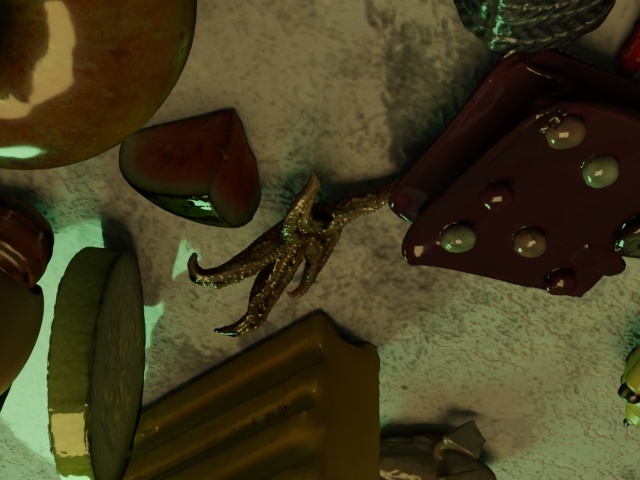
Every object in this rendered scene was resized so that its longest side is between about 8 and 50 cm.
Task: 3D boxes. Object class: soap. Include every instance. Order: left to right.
[{"bbox_3d":[-0.086,0.229,1.084,0.096,0.204,0.324,34,132,-31],"label":"soap"}]

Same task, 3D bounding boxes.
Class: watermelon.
[{"bbox_3d":[-0.087,-0.057,0.855,0.125,0.135,0.094,30,98,-19],"label":"watermelon"}]

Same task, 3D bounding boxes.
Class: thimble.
[{"bbox_3d":[0.138,-0.172,0.693,0.104,0.095,0.066,-27,151,-15],"label":"thimble"}]

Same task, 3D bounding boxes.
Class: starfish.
[{"bbox_3d":[-0.005,-0.006,0.900,0.238,0.057,0.213,-38,164,2],"label":"starfish"}]

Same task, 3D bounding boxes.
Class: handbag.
[{"bbox_3d":[0.183,-0.037,0.823,0.216,0.074,0.203,15,139,-27],"label":"handbag"}]

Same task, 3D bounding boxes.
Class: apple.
[{"bbox_3d":[-0.190,-0.161,0.685,0.236,0.207,0.237,1,119,2],"label":"apple"}]

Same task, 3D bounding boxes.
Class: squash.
[{"bbox_3d":[-0.195,0.116,0.961,0.041,0.219,0.219,3,138,3],"label":"squash"}]

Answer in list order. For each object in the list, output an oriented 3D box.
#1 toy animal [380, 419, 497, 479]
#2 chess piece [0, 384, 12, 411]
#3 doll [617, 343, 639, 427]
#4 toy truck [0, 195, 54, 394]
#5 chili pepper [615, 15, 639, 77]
[{"bbox_3d":[0.101,0.254,1.182,0.188,0.089,0.179,13,153,-14],"label":"toy animal"},{"bbox_3d":[-0.451,0.114,1.078,0.271,0.139,0.139,20,138,1],"label":"chess piece"},{"bbox_3d":[0.331,0.067,0.937,0.117,0.086,0.291,-24,145,-28],"label":"doll"},{"bbox_3d":[-0.381,0.035,0.905,0.288,0.204,0.211,39,130,-23],"label":"toy truck"},{"bbox_3d":[0.236,-0.162,0.735,0.045,0.027,0.178,15,141,-10],"label":"chili pepper"}]
